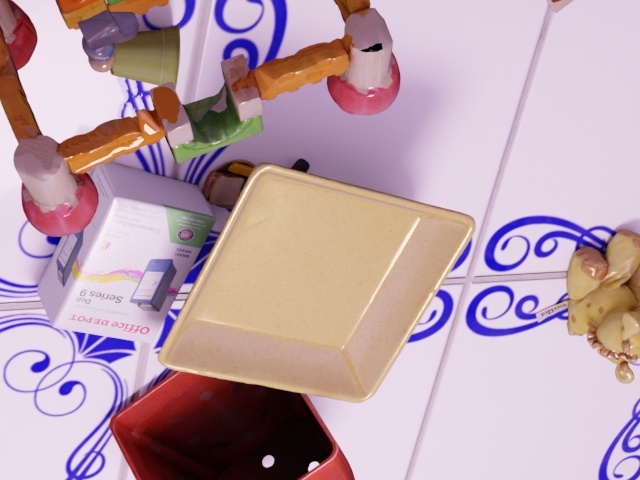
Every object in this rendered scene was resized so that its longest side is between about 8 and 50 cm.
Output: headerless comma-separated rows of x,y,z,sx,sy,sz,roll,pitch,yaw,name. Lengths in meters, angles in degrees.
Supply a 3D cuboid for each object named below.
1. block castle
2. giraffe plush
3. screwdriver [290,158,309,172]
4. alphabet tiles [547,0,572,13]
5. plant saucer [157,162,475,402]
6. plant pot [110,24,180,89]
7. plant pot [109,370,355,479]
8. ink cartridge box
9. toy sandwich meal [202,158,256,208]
-0.163,-0.222,1.725,0.453,0.303,0.213,-22,165,-6,block castle
0.461,0.115,2.374,0.210,0.170,0.181,-38,132,4,giraffe plush
-0.063,-0.042,2.106,0.025,0.024,0.170,28,113,-7,screwdriver
0.298,-0.416,1.988,0.198,0.009,0.237,-36,122,3,alphabet tiles
-0.013,0.046,2.022,0.333,0.081,0.332,14,121,-28,plant saucer
-0.214,-0.223,1.868,0.079,0.083,0.083,1,124,-13,plant pot
-0.098,0.323,2.218,0.267,0.267,0.236,-36,144,2,plant pot
-0.255,0.019,2.012,0.154,0.093,0.212,14,119,-33,ink cartridge box
-0.115,-0.072,2.052,0.086,0.029,0.085,-13,128,-17,toy sandwich meal
